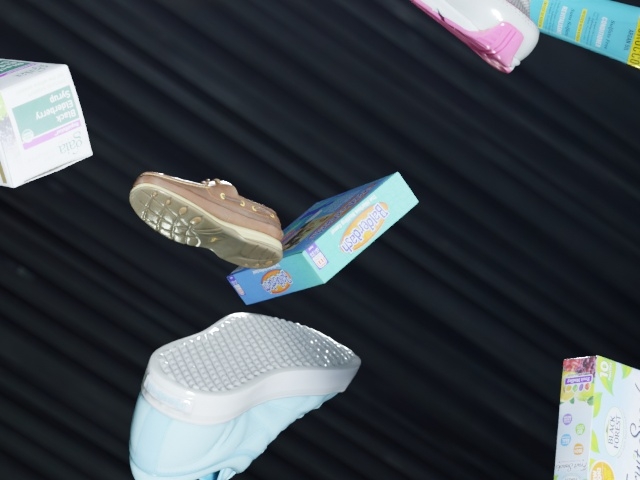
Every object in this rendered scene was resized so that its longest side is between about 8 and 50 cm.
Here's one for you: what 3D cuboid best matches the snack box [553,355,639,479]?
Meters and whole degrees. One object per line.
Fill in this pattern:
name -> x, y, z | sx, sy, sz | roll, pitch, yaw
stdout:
snack box -> 0.227, 0.147, 1.372 | 0.037, 0.141, 0.100 | -14, -116, 47

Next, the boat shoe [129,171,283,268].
boat shoe -> -0.112, -0.029, 1.894 | 0.064, 0.178, 0.060 | -28, -132, 43

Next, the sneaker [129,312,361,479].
sneaker -> -0.091, 0.174, 2.028 | 0.366, 0.135, 0.150 | -7, 125, -58

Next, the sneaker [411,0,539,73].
sneaker -> 0.102, -0.209, 1.250 | 0.111, 0.103, 0.252 | -41, -144, 22

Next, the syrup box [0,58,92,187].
syrup box -> -0.329, -0.118, 1.851 | 0.093, 0.096, 0.237 | -27, -158, -34

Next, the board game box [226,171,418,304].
board game box -> 0.000, 0.000, 2.235 | 0.160, 0.047, 0.210 | -40, -171, -26

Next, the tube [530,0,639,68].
tube -> 0.322, -0.242, 2.177 | 0.052, 0.207, 0.080 | -50, 154, -52
